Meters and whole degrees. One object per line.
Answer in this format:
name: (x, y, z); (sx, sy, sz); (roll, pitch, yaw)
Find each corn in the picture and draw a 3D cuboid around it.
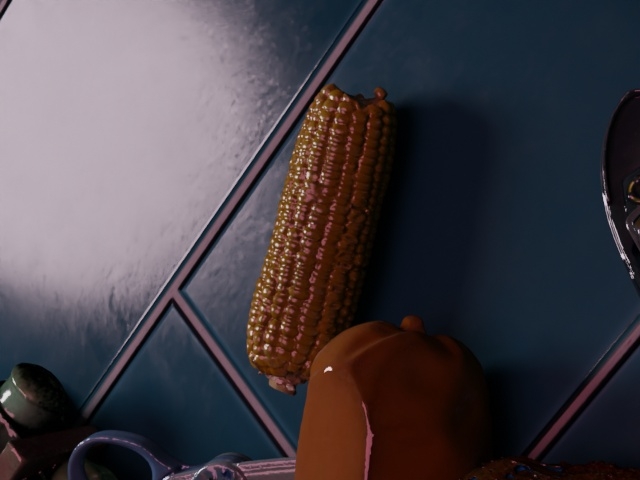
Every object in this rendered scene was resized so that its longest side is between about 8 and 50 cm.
corn: (0.000, 0.000, 1.414); (0.080, 0.080, 0.238); (22, 103, 39)

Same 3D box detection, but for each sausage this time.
sausage: (0.051, 0.172, 1.325); (0.120, 0.136, 0.241); (2, 92, 53)

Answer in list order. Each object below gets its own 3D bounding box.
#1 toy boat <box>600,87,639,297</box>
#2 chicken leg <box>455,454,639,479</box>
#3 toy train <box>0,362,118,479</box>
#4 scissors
toy boat: (0.252, 0.025, 1.169); (0.114, 0.122, 0.296); (-30, 64, 9)
chicken leg: (0.159, 0.183, 1.231); (0.234, 0.105, 0.063); (5, 121, 17)
toy train: (-0.275, 0.255, 1.605); (0.221, 0.150, 0.304); (46, 115, 21)
scissors: (-0.072, 0.190, 1.458); (0.256, 0.030, 0.125); (-12, 97, 25)
